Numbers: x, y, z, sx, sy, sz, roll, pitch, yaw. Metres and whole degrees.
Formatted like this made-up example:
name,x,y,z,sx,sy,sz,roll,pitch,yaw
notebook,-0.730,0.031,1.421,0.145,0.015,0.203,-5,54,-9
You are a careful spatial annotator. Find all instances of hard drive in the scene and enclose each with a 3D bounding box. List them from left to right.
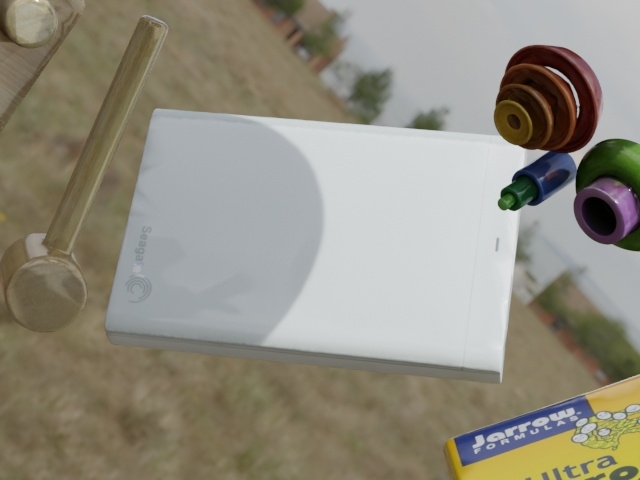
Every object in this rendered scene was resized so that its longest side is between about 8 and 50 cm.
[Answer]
name,x,y,z,sx,sy,sz,roll,pitch,yaw
hard drive,0.000,0.000,1.299,0.307,0.203,0.040,5,-26,9

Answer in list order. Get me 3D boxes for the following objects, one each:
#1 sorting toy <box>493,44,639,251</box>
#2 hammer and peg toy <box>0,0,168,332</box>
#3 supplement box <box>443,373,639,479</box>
name,x,y,z,sx,sy,sz,roll,pitch,yaw
sorting toy,0.101,-0.031,0.684,0.102,0.042,0.061,56,-35,2
hammer and peg toy,-0.286,-0.111,1.139,0.361,0.266,0.127,34,1,-23
supplement box,0.211,0.245,0.976,0.356,0.195,0.194,-101,171,-71
